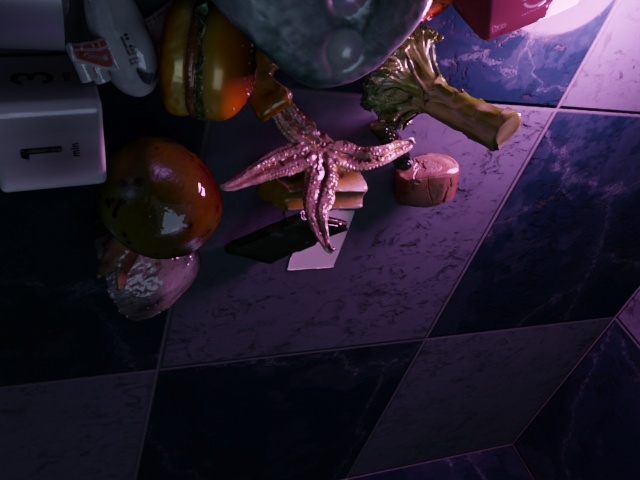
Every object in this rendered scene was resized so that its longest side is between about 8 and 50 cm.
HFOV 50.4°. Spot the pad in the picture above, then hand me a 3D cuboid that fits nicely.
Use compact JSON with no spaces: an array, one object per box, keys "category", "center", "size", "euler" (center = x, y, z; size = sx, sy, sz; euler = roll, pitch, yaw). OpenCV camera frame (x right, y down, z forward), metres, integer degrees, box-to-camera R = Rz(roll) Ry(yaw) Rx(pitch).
[{"category":"pad","center":[0.000,0.000,1.952],"size":[0.156,0.004,0.232],"euler":[-2,133,-25]}]

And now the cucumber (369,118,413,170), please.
[{"category":"cucumber","center":[0.188,-0.250,1.755],"size":[0.058,0.058,0.187],"euler":[-34,139,8]}]

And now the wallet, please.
[{"category":"wallet","center":[-0.094,-0.008,1.758],"size":[0.169,0.044,0.317],"euler":[12,155,-42]}]

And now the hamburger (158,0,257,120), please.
[{"category":"hamburger","center":[-0.206,-0.345,1.298],"size":[0.169,0.246,0.246],"euler":[8,132,-3]}]

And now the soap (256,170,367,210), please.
[{"category":"soap","center":[-0.031,-0.146,1.666],"size":[0.257,0.160,0.080],"euler":[-3,133,-25]}]

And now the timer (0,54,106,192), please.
[{"category":"timer","center":[-0.524,-0.226,1.299],"size":[0.194,0.192,0.194],"euler":[-9,136,-20]}]

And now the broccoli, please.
[{"category":"broccoli","center":[0.253,-0.323,1.480],"size":[0.221,0.361,0.252],"euler":[-41,129,-26]}]

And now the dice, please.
[{"category":"dice","center":[-0.011,-0.493,1.191],"size":[0.328,0.330,0.348],"euler":[-42,138,16]}]

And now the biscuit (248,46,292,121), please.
[{"category":"biscuit","center":[-0.098,-0.358,1.418],"size":[0.174,0.184,0.039],"euler":[-26,174,0]}]

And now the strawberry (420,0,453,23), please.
[{"category":"strawberry","center":[0.189,-0.537,1.423],"size":[0.190,0.111,0.236],"euler":[-32,169,28]}]

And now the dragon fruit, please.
[{"category":"dragon fruit","center":[-0.399,0.061,1.655],"size":[0.221,0.204,0.283],"euler":[-22,140,-7]}]

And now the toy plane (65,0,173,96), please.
[{"category":"toy plane","center":[-0.364,-0.386,1.249],"size":[0.252,0.118,0.252],"euler":[-19,114,-50]}]

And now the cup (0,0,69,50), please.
[{"category":"cup","center":[-0.567,-0.420,1.036],"size":[0.371,0.253,0.253],"euler":[-6,135,-20]}]

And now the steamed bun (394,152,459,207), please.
[{"category":"steamed bun","center":[0.287,-0.163,1.868],"size":[0.175,0.106,0.145],"euler":[-8,143,-1]}]

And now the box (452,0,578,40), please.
[{"category":"box","center":[0.421,-0.571,1.456],"size":[0.293,0.193,0.168],"euler":[-23,147,-6]}]

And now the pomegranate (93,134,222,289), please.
[{"category":"pomegranate","center":[-0.376,-0.074,1.452],"size":[0.323,0.291,0.291],"euler":[-31,139,8]}]

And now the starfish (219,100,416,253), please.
[{"category":"starfish","center":[-0.006,-0.192,1.556],"size":[0.398,0.384,0.132],"euler":[38,149,-23]}]
